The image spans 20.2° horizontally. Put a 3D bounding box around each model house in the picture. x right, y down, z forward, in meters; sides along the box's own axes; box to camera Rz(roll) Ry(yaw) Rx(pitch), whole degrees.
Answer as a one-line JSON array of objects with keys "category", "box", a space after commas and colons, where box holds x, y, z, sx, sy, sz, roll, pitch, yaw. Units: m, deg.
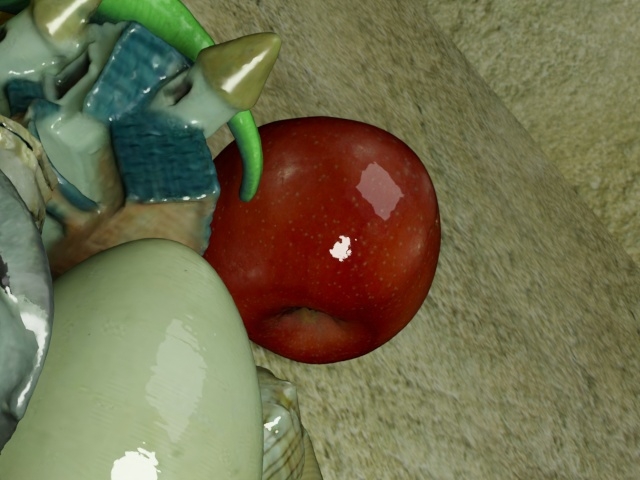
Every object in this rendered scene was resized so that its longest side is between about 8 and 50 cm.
[{"category": "model house", "box": [-0.180, -0.091, 1.448, 0.194, 0.325, 0.267, 38, 24, -40]}]

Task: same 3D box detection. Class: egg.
[{"category": "egg", "box": [-0.144, 0.140, 1.216, 0.218, 0.218, 0.295, 31, 70, -46]}]

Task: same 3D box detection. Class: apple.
[{"category": "apple", "box": [0.000, 0.000, 1.810, 0.260, 0.260, 0.216, 39, 48, -34]}]

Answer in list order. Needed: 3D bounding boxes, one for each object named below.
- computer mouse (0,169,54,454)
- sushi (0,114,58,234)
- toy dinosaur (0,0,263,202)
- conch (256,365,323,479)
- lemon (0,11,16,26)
[{"category": "computer mouse", "box": [-0.294, 0.003, 1.121, 0.374, 0.203, 0.114, 35, 13, 22]}, {"category": "sushi", "box": [-0.320, -0.066, 1.285, 0.273, 0.109, 0.134, 21, -11, -5]}, {"category": "toy dinosaur", "box": [-0.289, -0.206, 1.550, 0.144, 0.374, 0.500, -102, 174, -72]}, {"category": "conch", "box": [-0.075, 0.213, 1.450, 0.203, 0.170, 0.386, -40, 129, -49]}, {"category": "lemon", "box": [-0.284, -0.324, 1.729, 0.284, 0.260, 0.260, 54, 19, 13]}]
